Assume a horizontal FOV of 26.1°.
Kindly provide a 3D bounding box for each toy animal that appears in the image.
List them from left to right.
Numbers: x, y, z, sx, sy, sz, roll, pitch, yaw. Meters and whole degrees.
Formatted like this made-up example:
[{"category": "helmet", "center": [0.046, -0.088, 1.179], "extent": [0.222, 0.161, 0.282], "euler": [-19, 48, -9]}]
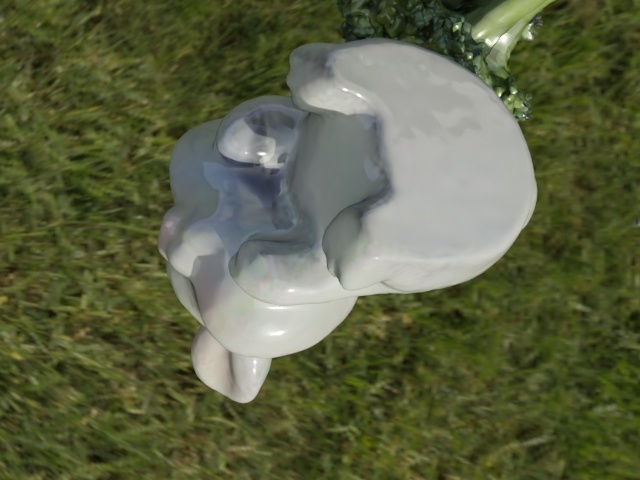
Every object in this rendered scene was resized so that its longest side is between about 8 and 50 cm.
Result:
[{"category": "toy animal", "center": [-0.005, -0.002, 1.096], "extent": [0.241, 0.368, 0.196], "euler": [10, 61, -44]}]

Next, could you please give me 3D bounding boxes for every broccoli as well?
[{"category": "broccoli", "center": [0.119, -0.231, 1.154], "extent": [0.235, 0.260, 0.288], "euler": [-16, 97, -6]}]

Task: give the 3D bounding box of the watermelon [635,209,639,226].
[{"category": "watermelon", "center": [0.274, -0.040, 0.861], "extent": [0.155, 0.080, 0.101], "euler": [-6, 116, 17]}]
